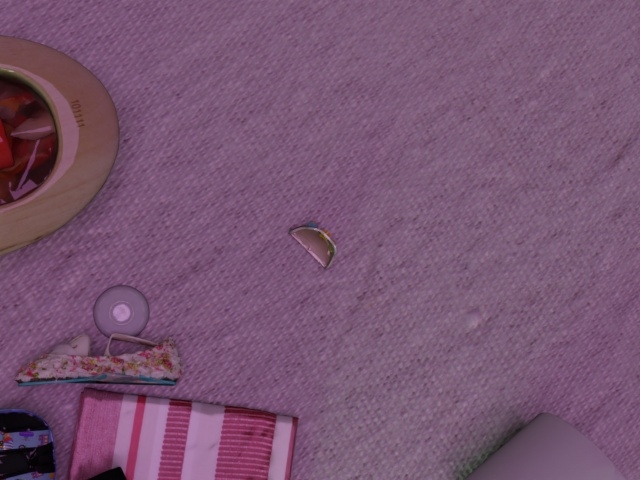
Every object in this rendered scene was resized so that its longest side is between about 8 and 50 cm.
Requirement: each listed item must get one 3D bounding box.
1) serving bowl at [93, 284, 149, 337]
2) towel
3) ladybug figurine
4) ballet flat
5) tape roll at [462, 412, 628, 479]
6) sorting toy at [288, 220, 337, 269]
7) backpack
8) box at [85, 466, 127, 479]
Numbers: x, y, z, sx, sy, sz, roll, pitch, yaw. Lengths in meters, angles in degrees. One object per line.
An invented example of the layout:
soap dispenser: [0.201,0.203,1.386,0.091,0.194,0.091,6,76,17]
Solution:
serving bowl: [-0.295,0.108,1.474,0.083,0.027,0.083,1,87,-11]
towel: [-0.207,0.356,1.472,0.328,0.037,0.237,9,84,-12]
ladybug figurine: [-0.505,-0.119,1.371,0.449,0.162,0.305,-13,92,-15]
ballet flat: [-0.318,0.173,1.441,0.240,0.091,0.077,2,80,-21]
tape roll: [0.349,0.404,1.480,0.169,0.246,0.246,-38,94,-12]
sorting toy: [0.000,0.000,1.519,0.083,0.075,0.045,45,79,-6]
backpack: [-0.460,0.306,1.380,0.173,0.117,0.158,-6,88,-21]
box: [-0.278,0.430,1.353,0.108,0.153,0.207,-24,91,-14]
